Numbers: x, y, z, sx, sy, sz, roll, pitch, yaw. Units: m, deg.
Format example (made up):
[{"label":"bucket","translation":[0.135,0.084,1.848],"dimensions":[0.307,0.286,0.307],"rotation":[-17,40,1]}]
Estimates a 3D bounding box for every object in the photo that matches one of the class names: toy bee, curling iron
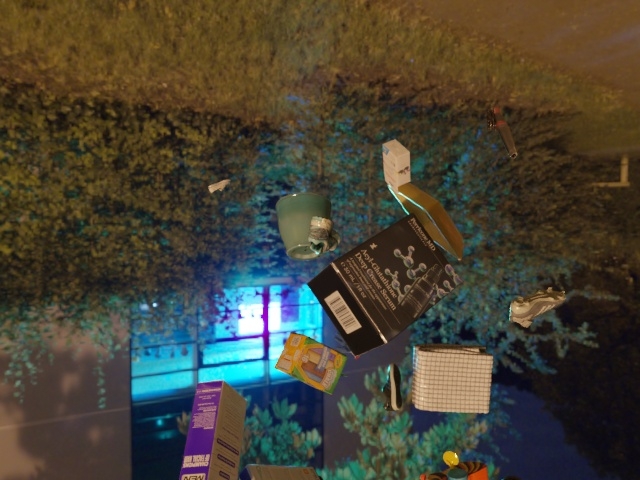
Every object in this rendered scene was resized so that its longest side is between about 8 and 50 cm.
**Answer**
[{"label":"toy bee","translation":[0.437,0.831,1.787],"dimensions":[0.299,0.195,0.162],"rotation":[16,169,-39]},{"label":"curling iron","translation":[0.476,-0.280,1.340],"dimensions":[0.035,0.068,0.274],"rotation":[-5,-147,6]}]

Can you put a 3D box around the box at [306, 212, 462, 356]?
[{"label":"box","translation":[0.213,0.141,1.699],"dimensions":[0.396,0.293,0.212],"rotation":[-31,173,-33]}]

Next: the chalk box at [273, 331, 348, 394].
[{"label":"chalk box","translation":[-0.013,0.400,1.644],"dimensions":[0.213,0.132,0.132],"rotation":[33,161,-23]}]

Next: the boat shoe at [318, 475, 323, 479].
[{"label":"boat shoe","translation":[0.000,1.044,2.187],"dimensions":[0.049,0.152,0.056],"rotation":[-4,-137,28]}]

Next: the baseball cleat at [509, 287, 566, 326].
[{"label":"baseball cleat","translation":[0.696,0.219,1.667],"dimensions":[0.206,0.109,0.072],"rotation":[-7,-152,-15]}]

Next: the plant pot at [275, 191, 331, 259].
[{"label":"plant pot","translation":[-0.076,-0.053,2.450],"dimensions":[0.272,0.255,0.271],"rotation":[-3,155,-1]}]

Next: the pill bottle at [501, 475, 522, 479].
[{"label":"pill bottle","translation":[0.626,0.855,1.663],"dimensions":[0.123,0.122,0.219],"rotation":[0,-178,20]}]

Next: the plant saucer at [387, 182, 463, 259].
[{"label":"plant saucer","translation":[0.462,-0.105,2.184],"dimensions":[0.332,0.081,0.333],"rotation":[47,-179,-34]}]

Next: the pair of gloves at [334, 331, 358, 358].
[{"label":"pair of gloves","translation":[0.149,0.391,2.109],"dimensions":[0.159,0.198,0.023],"rotation":[41,177,42]}]

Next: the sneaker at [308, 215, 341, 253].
[{"label":"sneaker","translation":[0.000,0.000,2.076],"dimensions":[0.110,0.122,0.283],"rotation":[17,166,19]}]

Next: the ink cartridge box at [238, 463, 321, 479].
[{"label":"ink cartridge box","translation":[-0.077,0.895,1.697],"dimensions":[0.330,0.071,0.324],"rotation":[28,-166,-42]}]

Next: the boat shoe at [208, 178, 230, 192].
[{"label":"boat shoe","translation":[-0.403,-0.217,2.075],"dimensions":[0.100,0.035,0.035],"rotation":[-26,-177,-34]}]

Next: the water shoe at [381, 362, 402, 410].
[{"label":"water shoe","translation":[0.289,0.610,2.154],"dimensions":[0.080,0.203,0.073],"rotation":[-23,133,29]}]

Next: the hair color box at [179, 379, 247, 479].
[{"label":"hair color box","translation":[-0.334,0.640,1.628],"dimensions":[0.110,0.338,0.185],"rotation":[-12,139,15]}]

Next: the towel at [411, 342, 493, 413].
[{"label":"towel","translation":[0.484,0.504,1.912],"dimensions":[0.284,0.234,0.121],"rotation":[2,-178,-3]}]

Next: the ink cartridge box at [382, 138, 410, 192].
[{"label":"ink cartridge box","translation":[0.293,-0.283,1.978],"dimensions":[0.062,0.181,0.104],"rotation":[-24,-133,-12]}]
